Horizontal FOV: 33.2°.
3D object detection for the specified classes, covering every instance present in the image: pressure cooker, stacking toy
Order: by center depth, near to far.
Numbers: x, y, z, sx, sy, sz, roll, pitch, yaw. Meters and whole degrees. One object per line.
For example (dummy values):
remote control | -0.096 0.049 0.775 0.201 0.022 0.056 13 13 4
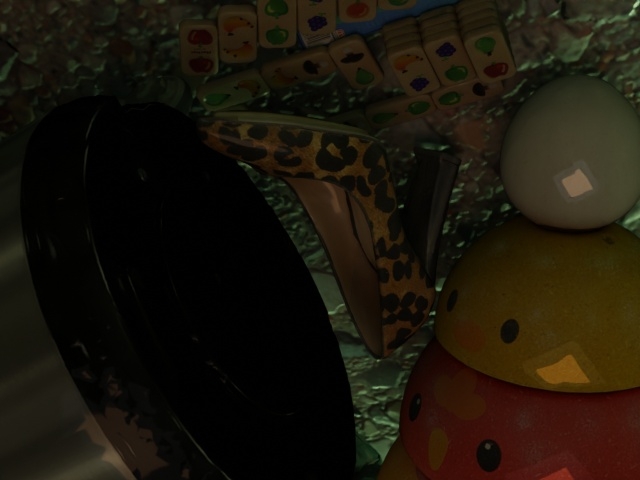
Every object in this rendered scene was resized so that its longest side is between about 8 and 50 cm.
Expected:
pressure cooker | -0.225 0.132 0.822 0.420 0.375 0.370 -27 96 17
stacking toy | 0.196 0.096 0.921 0.351 0.350 0.479 1 108 6

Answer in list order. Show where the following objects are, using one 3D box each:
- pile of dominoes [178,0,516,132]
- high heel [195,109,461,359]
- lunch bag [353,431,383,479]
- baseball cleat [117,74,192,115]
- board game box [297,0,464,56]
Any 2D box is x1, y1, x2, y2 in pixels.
pile of dominoes | 0.019 -0.129 0.834 0.251 0.040 0.196 -15 148 17
high heel | 0.000 0.000 0.858 0.261 0.093 0.186 11 95 -37
lunch bag | -0.084 0.256 1.106 0.223 0.160 0.262 -32 151 26
baseball cleat | -0.165 -0.066 0.946 0.206 0.072 0.109 -30 131 31
board game box | 0.055 -0.243 0.788 0.210 0.047 0.160 -15 123 18
